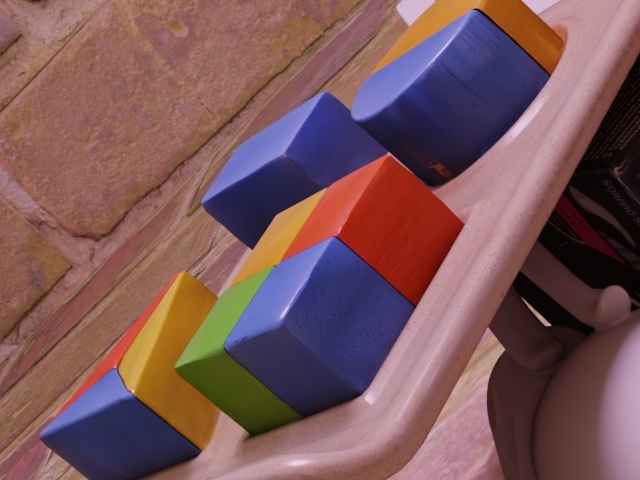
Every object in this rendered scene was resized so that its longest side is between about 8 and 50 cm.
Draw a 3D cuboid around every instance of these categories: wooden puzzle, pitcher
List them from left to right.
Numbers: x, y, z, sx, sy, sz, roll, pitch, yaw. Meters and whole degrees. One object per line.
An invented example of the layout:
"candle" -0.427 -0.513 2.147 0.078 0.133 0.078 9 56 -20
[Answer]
"wooden puzzle" 0.000 0.000 0.858 0.348 0.080 0.322 -52 13 -32
"pitcher" 0.132 0.066 0.795 0.125 0.178 0.207 -33 7 -14

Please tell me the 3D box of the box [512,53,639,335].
"box" 0.184 -0.025 0.928 0.143 0.165 0.270 -49 11 -11

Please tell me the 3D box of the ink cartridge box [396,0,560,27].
"ink cartridge box" 0.225 -0.175 1.179 0.306 0.131 0.226 -44 39 12
